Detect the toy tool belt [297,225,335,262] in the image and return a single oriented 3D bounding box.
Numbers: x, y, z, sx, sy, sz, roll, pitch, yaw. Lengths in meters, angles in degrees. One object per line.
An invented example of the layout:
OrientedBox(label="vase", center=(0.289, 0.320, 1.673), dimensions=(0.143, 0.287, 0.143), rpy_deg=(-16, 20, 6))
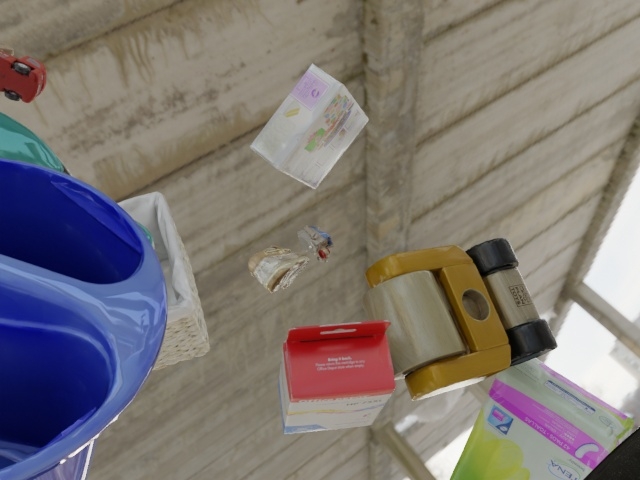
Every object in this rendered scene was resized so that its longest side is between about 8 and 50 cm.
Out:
OrientedBox(label="toy tool belt", center=(0.000, 0.000, 1.211), dimensions=(0.051, 0.083, 0.052), rpy_deg=(-33, -46, -25))

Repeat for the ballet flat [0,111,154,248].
OrientedBox(label="ballet flat", center=(-0.481, -0.064, 1.175), dimensions=(0.139, 0.400, 0.139), rpy_deg=(-50, 8, 9))

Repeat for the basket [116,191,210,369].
OrientedBox(label="basket", center=(-0.453, 0.119, 1.503), dimensions=(0.328, 0.331, 0.266), rpy_deg=(-18, -30, -7))

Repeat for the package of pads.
OrientedBox(label="package of pads", center=(0.381, 0.376, 1.156), dimensions=(0.101, 0.229, 0.296), rpy_deg=(-12, -54, -46))

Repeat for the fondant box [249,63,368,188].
OrientedBox(label="fondant box", center=(-0.016, -0.265, 1.618), dimensions=(0.238, 0.096, 0.330), rpy_deg=(-52, -12, 6))

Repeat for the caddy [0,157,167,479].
OrientedBox(label="caddy", center=(-0.265, 0.047, 0.381), dimensions=(0.341, 0.241, 0.179), rpy_deg=(9, -46, -11))

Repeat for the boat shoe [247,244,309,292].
OrientedBox(label="boat shoe", center=(-0.061, 0.033, 0.949), dimensions=(0.063, 0.059, 0.170), rpy_deg=(-52, -7, 5))

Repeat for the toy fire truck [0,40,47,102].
OrientedBox(label="toy fire truck", center=(-0.448, -0.251, 0.867), dimensions=(0.192, 0.135, 0.047), rpy_deg=(23, -68, -16))

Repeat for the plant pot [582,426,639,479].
OrientedBox(label="plant pot", center=(0.308, 0.239, 0.502), dimensions=(0.188, 0.187, 0.167), rpy_deg=(18, -82, -26))

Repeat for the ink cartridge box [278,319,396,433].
OrientedBox(label="ink cartridge box", center=(0.017, 0.185, 0.875), dimensions=(0.134, 0.078, 0.231), rpy_deg=(-4, -29, -8))

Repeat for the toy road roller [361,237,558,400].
OrientedBox(label="toy road roller", center=(0.192, 0.145, 1.074), dimensions=(0.329, 0.202, 0.240), rpy_deg=(-6, -25, -35))
